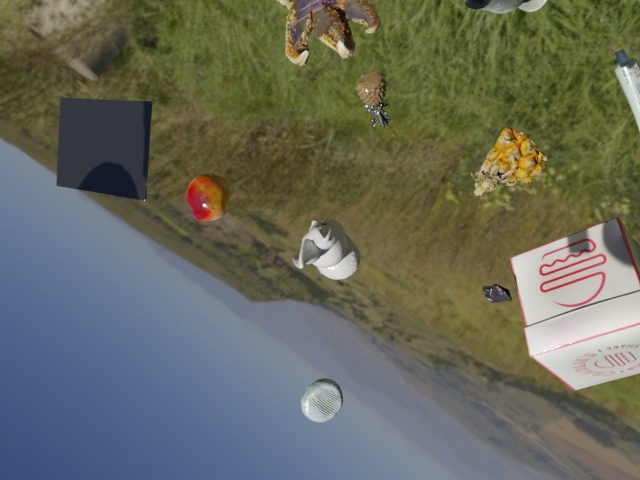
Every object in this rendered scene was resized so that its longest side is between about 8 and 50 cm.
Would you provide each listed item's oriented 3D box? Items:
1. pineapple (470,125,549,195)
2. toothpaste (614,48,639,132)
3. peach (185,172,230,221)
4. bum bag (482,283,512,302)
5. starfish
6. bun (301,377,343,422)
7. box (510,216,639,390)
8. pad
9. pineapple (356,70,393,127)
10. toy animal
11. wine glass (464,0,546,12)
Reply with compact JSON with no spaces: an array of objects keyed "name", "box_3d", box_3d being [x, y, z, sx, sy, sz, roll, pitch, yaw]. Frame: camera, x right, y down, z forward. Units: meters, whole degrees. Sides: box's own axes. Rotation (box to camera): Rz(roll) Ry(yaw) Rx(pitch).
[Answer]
[{"name":"pineapple","box_3d":[0.264,-0.114,0.959,0.114,0.114,0.077,38,-164,-44]},{"name":"toothpaste","box_3d":[0.721,-0.302,1.449,0.268,0.069,0.047,60,169,-9]},{"name":"peach","box_3d":[-0.232,-0.090,1.350,0.100,0.101,0.101,36,173,5]},{"name":"bum bag","box_3d":[0.459,0.140,1.703,0.058,0.034,0.124,51,165,2]},{"name":"starfish","box_3d":[-0.007,-0.383,1.020,0.238,0.216,0.071,37,176,13]},{"name":"bun","box_3d":[0.002,0.292,1.194,0.083,0.083,0.045,39,176,-18]},{"name":"box","box_3d":[0.713,0.173,1.681,0.312,0.300,0.314,-25,139,30]},{"name":"pad","box_3d":[-0.466,-0.200,1.383,0.299,0.202,0.005,9,-173,33]},{"name":"pineapple","box_3d":[0.098,-0.246,1.180,0.058,0.058,0.124,33,158,31]},{"name":"toy animal","box_3d":[-0.001,0.001,1.326,0.131,0.103,0.221,65,-171,21]},{"name":"wine glass","box_3d":[0.395,-0.533,1.371,0.103,0.222,0.103,20,119,41]}]
